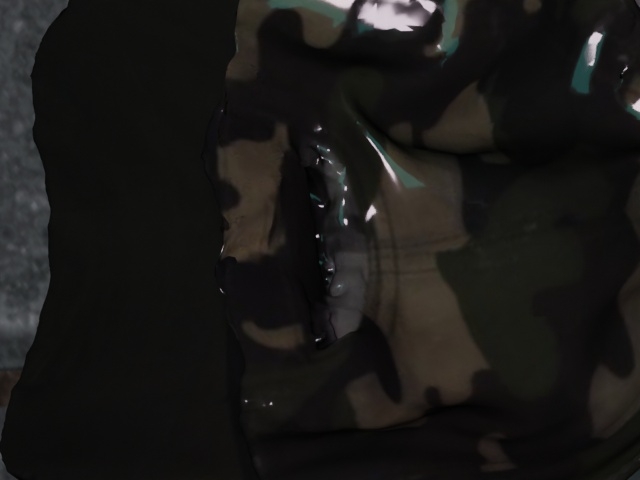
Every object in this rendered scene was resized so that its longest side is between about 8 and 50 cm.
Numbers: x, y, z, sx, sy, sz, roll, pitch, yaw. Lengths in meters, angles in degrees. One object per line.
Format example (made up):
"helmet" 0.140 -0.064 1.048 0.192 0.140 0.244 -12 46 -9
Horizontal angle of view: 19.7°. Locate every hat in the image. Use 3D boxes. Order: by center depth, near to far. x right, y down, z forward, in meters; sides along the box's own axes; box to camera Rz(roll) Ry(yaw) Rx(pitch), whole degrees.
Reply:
"hat" 0.000 0.000 0.898 0.382 0.257 0.366 155 122 -68
